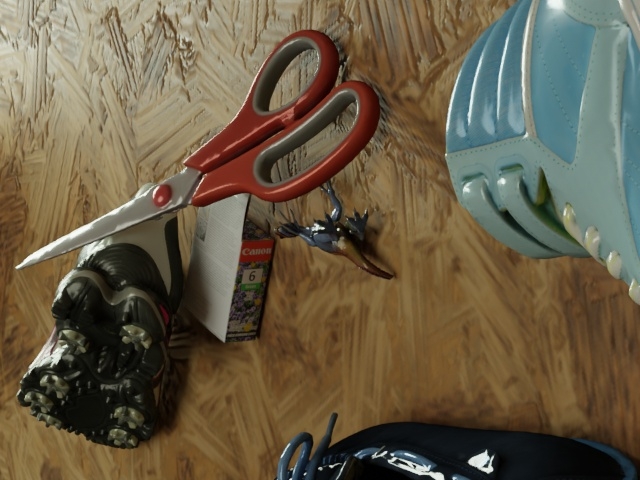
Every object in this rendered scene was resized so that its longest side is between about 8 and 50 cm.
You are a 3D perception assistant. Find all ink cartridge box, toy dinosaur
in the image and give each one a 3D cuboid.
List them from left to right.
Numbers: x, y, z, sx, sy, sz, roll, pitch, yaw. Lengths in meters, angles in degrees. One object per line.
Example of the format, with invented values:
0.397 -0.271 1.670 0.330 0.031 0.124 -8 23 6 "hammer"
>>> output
-0.061 0.006 1.343 0.063 0.029 0.115 37 122 49 "ink cartridge box"
0.000 0.000 1.246 0.090 0.047 0.082 67 161 9 "toy dinosaur"

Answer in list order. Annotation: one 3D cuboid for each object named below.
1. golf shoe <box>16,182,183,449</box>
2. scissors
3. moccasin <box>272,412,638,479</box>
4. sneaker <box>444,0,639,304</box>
-0.148 0.067 1.437 0.273 0.105 0.120 121 171 -57 "golf shoe"
-0.086 -0.028 1.273 0.297 0.021 0.109 -36 56 20 "scissors"
0.039 0.158 1.134 0.342 0.117 0.137 -25 73 54 "moccasin"
0.162 -0.002 0.936 0.208 0.127 0.319 -36 54 49 "sneaker"
